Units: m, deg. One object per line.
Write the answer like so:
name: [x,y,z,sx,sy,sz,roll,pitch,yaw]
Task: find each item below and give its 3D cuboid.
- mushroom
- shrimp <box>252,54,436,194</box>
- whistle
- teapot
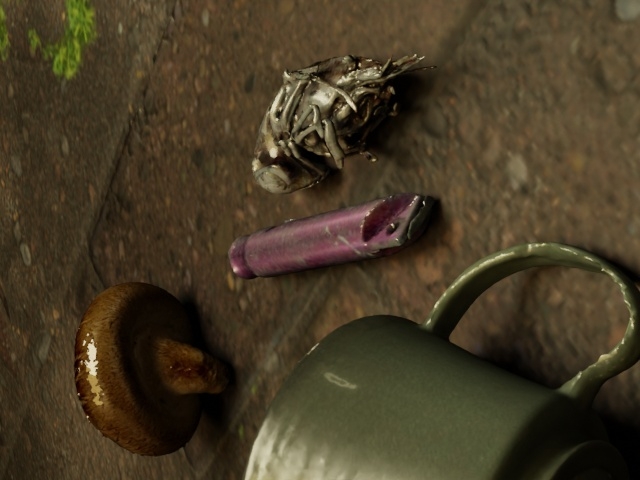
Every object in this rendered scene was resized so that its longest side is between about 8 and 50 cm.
mushroom: [-0.128,0.093,0.723,0.085,0.109,0.126,-37,53,56]
shrimp: [0.006,-0.068,0.543,0.165,0.056,0.065,162,112,-63]
whistle: [0.000,0.000,0.584,0.176,0.033,0.033,-12,89,53]
teapot: [0.073,0.114,0.431,0.149,0.162,0.239,10,76,43]
